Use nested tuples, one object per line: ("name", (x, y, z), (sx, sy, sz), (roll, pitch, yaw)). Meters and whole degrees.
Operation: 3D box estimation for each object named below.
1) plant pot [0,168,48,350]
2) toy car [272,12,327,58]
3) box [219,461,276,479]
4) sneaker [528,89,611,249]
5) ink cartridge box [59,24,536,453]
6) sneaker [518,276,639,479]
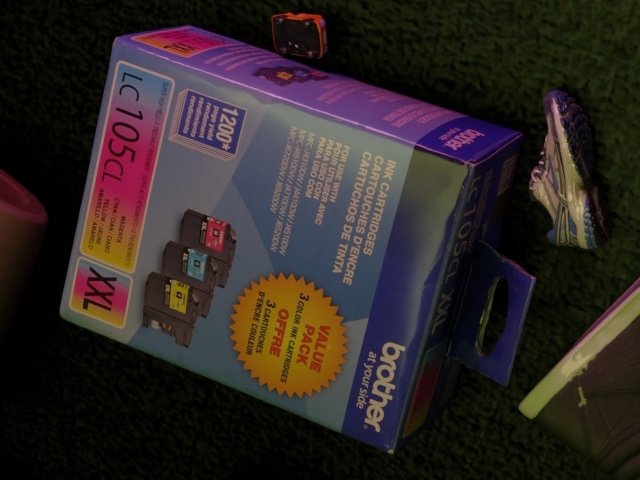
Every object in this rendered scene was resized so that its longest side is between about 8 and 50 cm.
("plant pot", (-0.377, 0.029, 1.717), (0.263, 0.263, 0.229), (36, 97, 12))
("toy car", (-0.023, -0.214, 1.591), (0.060, 0.040, 0.122), (-10, 102, 47))
("box", (-0.118, 0.356, 1.697), (0.103, 0.184, 0.261), (31, 113, 14))
("sneaker", (0.194, -0.055, 1.529), (0.058, 0.052, 0.135), (-8, 99, 30))
("ink cartridge box", (0.000, 0.000, 1.578), (0.395, 0.151, 0.270), (19, 110, 17))
("sneaker", (0.303, 0.089, 1.491), (0.147, 0.104, 0.296), (44, 122, 7))
